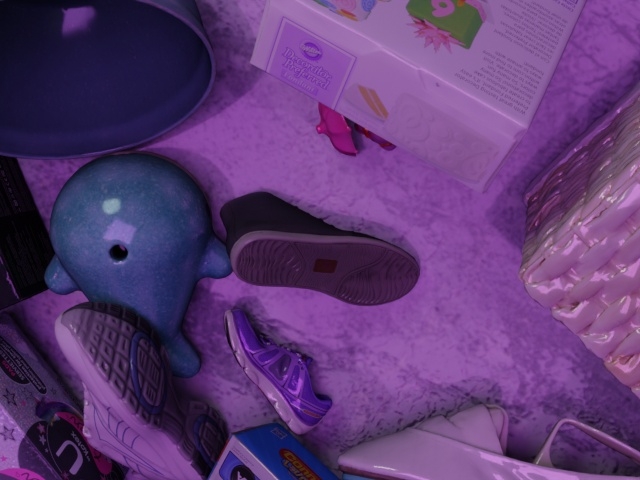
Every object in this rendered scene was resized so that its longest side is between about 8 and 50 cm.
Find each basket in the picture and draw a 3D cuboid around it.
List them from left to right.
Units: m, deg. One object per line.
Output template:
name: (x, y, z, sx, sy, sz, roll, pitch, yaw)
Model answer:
basket: (0.403, -0.004, 0.828, 0.328, 0.266, 0.331, 44, 115, -2)

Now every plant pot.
plant pot: (-0.265, -0.238, 0.925, 0.292, 0.293, 0.196, -15, 68, 9)

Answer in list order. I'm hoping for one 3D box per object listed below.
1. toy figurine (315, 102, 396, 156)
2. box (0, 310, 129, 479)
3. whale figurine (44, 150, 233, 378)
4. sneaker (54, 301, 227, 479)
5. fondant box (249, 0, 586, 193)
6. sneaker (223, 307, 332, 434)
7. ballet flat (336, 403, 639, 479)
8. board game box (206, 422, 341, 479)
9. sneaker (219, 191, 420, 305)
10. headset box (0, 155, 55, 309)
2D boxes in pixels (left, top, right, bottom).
toy figurine: (0.072, -0.157, 0.978, 0.173, 0.130, 0.159, 26, 115, -22)
box: (-0.363, 0.235, 1.032, 0.163, 0.142, 0.247, -33, 102, 10)
whale figurine: (-0.201, 0.041, 1.000, 0.216, 0.141, 0.272, -4, 106, -1)
sneaker: (-0.212, 0.186, 0.993, 0.129, 0.111, 0.297, -13, 128, 18)
fondant box: (0.116, -0.230, 0.849, 0.238, 0.330, 0.096, 30, 141, 2)
sneaker: (-0.050, 0.141, 1.049, 0.071, 0.068, 0.170, -38, 101, -5)
ballet flat: (0.223, 0.250, 0.998, 0.400, 0.139, 0.139, 13, 99, 8)
board game box: (-0.033, 0.412, 0.979, 0.308, 0.086, 0.302, 38, 111, 27)
sneaker: (0.000, 0.000, 1.011, 0.221, 0.118, 0.083, 12, 118, -23)
headset box: (-0.480, -0.007, 1.035, 0.283, 0.131, 0.247, -20, 94, 9)
